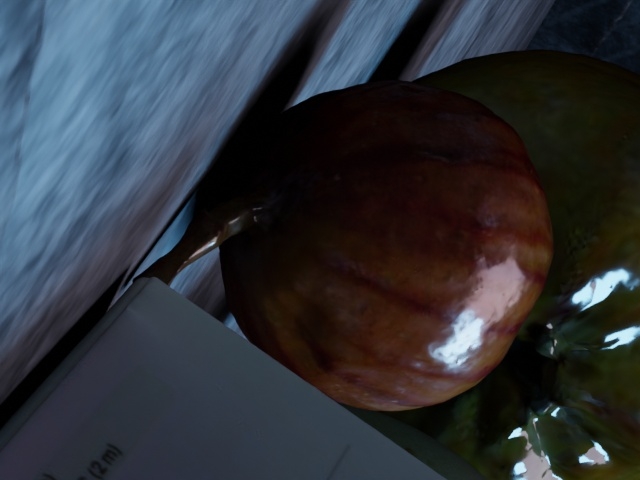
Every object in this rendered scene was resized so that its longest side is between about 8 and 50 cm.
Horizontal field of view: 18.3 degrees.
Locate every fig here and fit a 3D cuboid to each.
[{"bbox_3d":[0.007,0.002,0.723,0.128,0.150,0.128,180,-90,-84],"label":"fig"}]

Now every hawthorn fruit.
[{"bbox_3d":[0.123,0.016,1.136,0.268,0.267,0.301,-58,-177,25],"label":"hawthorn fruit"}]

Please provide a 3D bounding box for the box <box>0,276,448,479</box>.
[{"bbox_3d":[-0.012,0.155,0.588,0.106,0.251,0.203,-56,179,39],"label":"box"}]

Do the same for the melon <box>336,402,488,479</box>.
[{"bbox_3d":[-0.016,0.206,0.943,0.268,0.268,0.330,-57,-162,5],"label":"melon"}]
